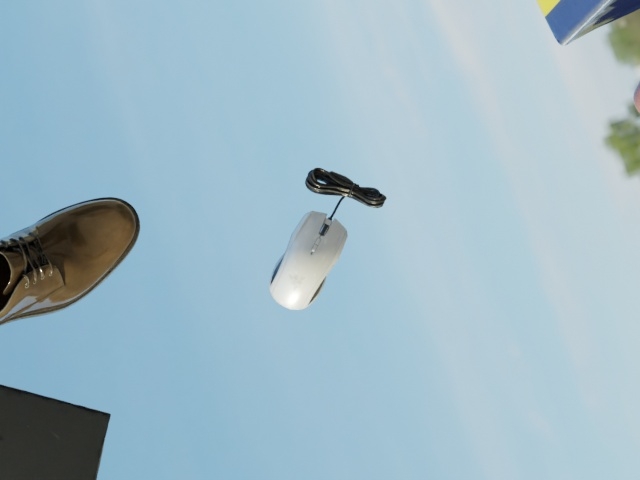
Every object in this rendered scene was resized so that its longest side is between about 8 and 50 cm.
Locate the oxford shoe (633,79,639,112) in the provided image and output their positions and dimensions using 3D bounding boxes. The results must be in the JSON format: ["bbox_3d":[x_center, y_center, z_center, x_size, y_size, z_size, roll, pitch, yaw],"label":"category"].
[{"bbox_3d":[0.484,-0.195,1.752,0.123,0.348,0.130,52,145,40],"label":"oxford shoe"}]

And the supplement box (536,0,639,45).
[{"bbox_3d":[0.193,-0.349,1.209,0.356,0.194,0.195,64,173,4],"label":"supplement box"}]

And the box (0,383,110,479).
[{"bbox_3d":[-0.320,0.195,1.650,0.261,0.184,0.103,154,128,-69],"label":"box"}]

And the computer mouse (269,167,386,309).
[{"bbox_3d":[0.000,0.000,2.226,0.193,0.106,0.042,-64,2,-15],"label":"computer mouse"}]

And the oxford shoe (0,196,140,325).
[{"bbox_3d":[-0.254,0.026,1.529,0.083,0.227,0.096,58,160,3],"label":"oxford shoe"}]
